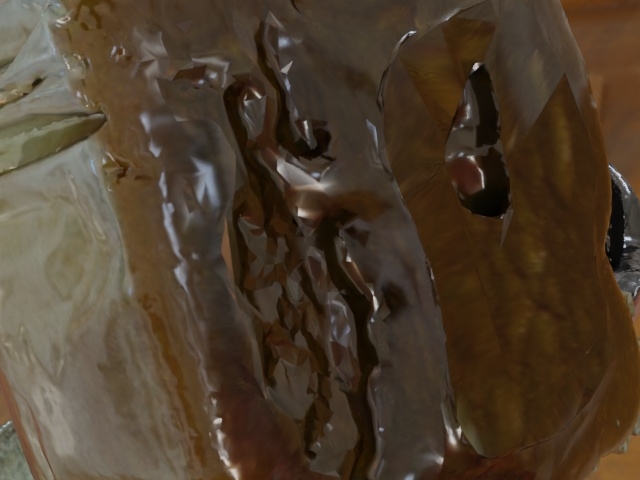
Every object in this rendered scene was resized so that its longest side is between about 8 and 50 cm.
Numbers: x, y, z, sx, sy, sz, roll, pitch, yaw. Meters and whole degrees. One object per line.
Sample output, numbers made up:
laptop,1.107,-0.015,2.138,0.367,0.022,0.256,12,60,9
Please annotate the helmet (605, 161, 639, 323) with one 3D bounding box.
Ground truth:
helmet,0.101,0.029,0.981,0.198,0.154,0.253,13,42,5

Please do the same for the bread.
bread,0.001,0.002,0.462,0.192,0.209,0.110,-23,14,-40

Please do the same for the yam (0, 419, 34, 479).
yam,-0.232,0.237,0.803,0.330,0.133,0.133,-41,20,15
